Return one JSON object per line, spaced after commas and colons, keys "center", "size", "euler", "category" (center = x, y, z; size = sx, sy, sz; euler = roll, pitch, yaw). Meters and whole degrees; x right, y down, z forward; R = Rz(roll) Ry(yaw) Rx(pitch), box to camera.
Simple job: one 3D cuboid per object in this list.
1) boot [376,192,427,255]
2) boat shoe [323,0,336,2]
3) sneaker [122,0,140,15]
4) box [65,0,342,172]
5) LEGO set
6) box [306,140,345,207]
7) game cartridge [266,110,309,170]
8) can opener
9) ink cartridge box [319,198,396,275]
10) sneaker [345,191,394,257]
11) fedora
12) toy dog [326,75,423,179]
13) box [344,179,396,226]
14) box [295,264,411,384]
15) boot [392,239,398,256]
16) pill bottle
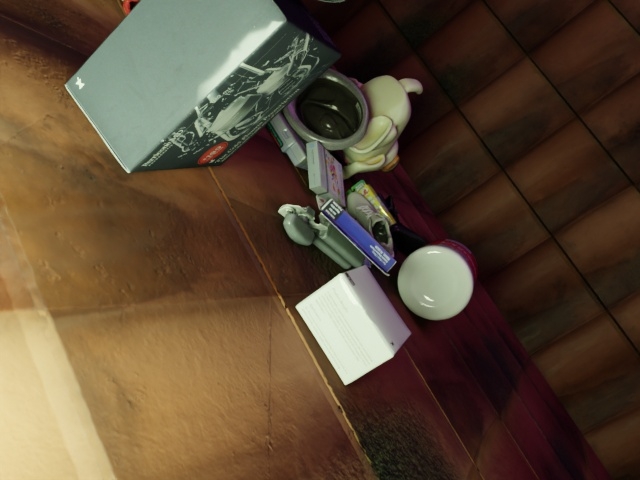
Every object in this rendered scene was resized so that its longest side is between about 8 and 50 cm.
{"center": [0.298, -0.065, 2.061], "size": [0.246, 0.094, 0.207], "euler": [26, 36, -43], "category": "boot"}
{"center": [-0.040, -0.442, 0.839], "size": [0.335, 0.121, 0.119], "euler": [5, 56, -50], "category": "boat shoe"}
{"center": [-0.411, -0.556, 1.212], "size": [0.279, 0.107, 0.118], "euler": [48, 28, -9], "category": "sneaker"}
{"center": [-0.178, -0.290, 0.918], "size": [0.179, 0.343, 0.312], "euler": [53, 20, 3], "category": "box"}
{"center": [0.069, -0.005, 1.512], "size": [0.244, 0.060, 0.183], "euler": [26, 40, -44], "category": "LEGO set"}
{"center": [0.018, -0.190, 1.593], "size": [0.186, 0.038, 0.145], "euler": [34, 48, -61], "category": "box"}
{"center": [-0.108, -0.365, 1.674], "size": [0.355, 0.068, 0.230], "euler": [59, 23, 14], "category": "game cartridge"}
{"center": [0.000, 0.000, 1.294], "size": [0.280, 0.074, 0.093], "euler": [36, 60, -40], "category": "can opener"}
{"center": [0.091, -0.016, 1.335], "size": [0.223, 0.045, 0.224], "euler": [43, 4, -5], "category": "ink cartridge box"}
{"center": [0.158, -0.059, 1.634], "size": [0.121, 0.099, 0.263], "euler": [96, -29, -58], "category": "sneaker"}
{"center": [0.015, -0.386, 1.655], "size": [0.275, 0.244, 0.124], "euler": [31, -13, 0], "category": "fedora"}
{"center": [0.172, -0.397, 1.935], "size": [0.284, 0.395, 0.408], "euler": [44, -11, 17], "category": "toy dog"}
{"center": [0.154, -0.100, 1.757], "size": [0.179, 0.105, 0.043], "euler": [56, 25, 6], "category": "box"}
{"center": [0.071, 0.160, 1.076], "size": [0.181, 0.119, 0.182], "euler": [57, 19, 9], "category": "box"}
{"center": [0.235, 0.026, 1.834], "size": [0.099, 0.045, 0.121], "euler": [33, 27, -54], "category": "boot"}
{"center": [0.403, 0.114, 1.790], "size": [0.229, 0.229, 0.407], "euler": [56, 18, 7], "category": "pill bottle"}
